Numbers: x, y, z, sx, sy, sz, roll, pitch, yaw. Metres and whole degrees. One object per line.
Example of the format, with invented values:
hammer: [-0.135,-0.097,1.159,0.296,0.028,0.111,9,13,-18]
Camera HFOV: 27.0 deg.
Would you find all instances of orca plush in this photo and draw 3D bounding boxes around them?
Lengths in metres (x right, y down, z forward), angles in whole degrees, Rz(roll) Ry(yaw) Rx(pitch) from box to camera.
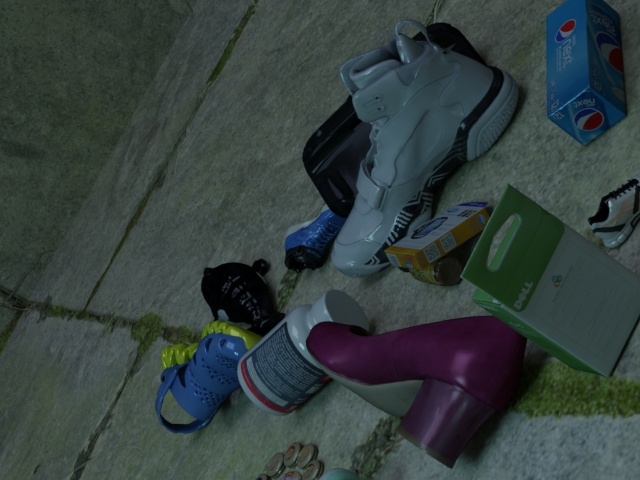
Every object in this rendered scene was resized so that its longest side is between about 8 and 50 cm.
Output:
orca plush: [-0.159,0.092,2.195,0.151,0.102,0.287,-52,23,13]

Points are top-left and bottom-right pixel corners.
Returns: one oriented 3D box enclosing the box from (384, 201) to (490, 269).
box: [0.158,-0.008,1.725,0.136,0.028,0.081,-30,15,-20]

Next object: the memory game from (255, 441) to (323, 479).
memory game: [-0.057,0.350,1.773,0.186,0.012,0.186,-45,25,28]

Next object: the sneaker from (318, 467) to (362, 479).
sneaker: [0.050,0.352,1.444,0.151,0.094,0.255,-41,37,47]

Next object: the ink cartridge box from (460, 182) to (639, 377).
ink cartridge box: [0.225,0.040,1.346,0.109,0.209,0.062,-61,23,-9]

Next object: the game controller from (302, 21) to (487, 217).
game controller: [0.109,-0.178,1.988,0.319,0.067,0.166,-43,59,16]

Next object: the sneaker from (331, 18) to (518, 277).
sneaker: [0.087,-0.130,1.845,0.366,0.210,0.137,-51,23,16]

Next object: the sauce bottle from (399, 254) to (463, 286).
sauce bottle: [0.140,0.035,1.746,0.042,0.042,0.128,-61,21,-9]

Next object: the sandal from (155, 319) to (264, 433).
sandal: [-0.165,0.216,2.045,0.317,0.126,0.138,-35,34,58]

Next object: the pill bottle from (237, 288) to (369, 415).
pill bottle: [-0.021,0.151,1.834,0.180,0.108,0.108,-43,26,30]

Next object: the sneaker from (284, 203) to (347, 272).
sneaker: [0.001,0.000,2.054,0.152,0.058,0.084,-25,46,38]

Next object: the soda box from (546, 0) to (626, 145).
soda box: [0.328,-0.220,1.660,0.071,0.067,0.210,-38,29,37]

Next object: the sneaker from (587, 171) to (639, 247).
sneaker: [0.335,-0.045,1.454,0.109,0.044,0.040,-55,21,2]

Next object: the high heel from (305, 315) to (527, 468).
high heel: [0.114,0.126,1.594,0.181,0.127,0.377,-56,32,-1]

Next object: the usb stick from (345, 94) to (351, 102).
usb stick: [0.131,-0.254,2.134,0.278,0.045,0.077,-17,39,57]
